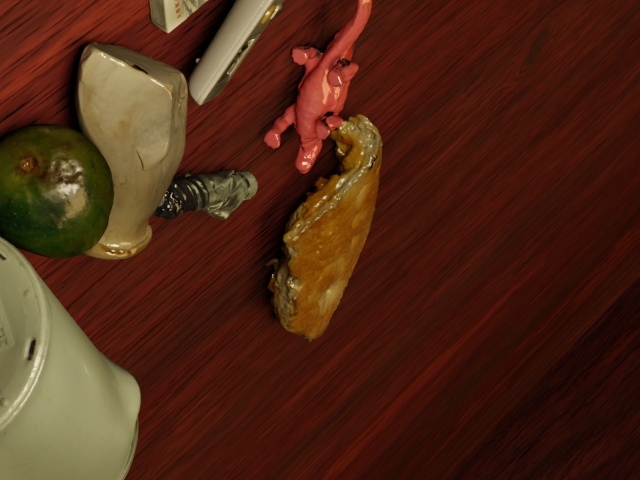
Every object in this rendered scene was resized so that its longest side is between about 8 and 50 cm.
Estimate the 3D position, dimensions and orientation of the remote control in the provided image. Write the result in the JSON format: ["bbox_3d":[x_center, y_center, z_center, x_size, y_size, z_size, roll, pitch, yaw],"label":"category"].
[{"bbox_3d":[-0.036,-0.270,1.625,0.313,0.055,0.109,-55,-179,12],"label":"remote control"}]

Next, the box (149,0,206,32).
[{"bbox_3d":[-0.117,-0.231,1.551,0.083,0.024,0.054,-43,158,-25],"label":"box"}]

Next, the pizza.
[{"bbox_3d":[0.000,0.000,2.096,0.182,0.074,0.365,-40,156,-37],"label":"pizza"}]

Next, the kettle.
[{"bbox_3d":[-0.309,0.152,1.502,0.265,0.205,0.318,-53,162,-10],"label":"kettle"}]

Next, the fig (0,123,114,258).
[{"bbox_3d":[-0.228,-0.025,1.504,0.117,0.117,0.177,-47,151,-17],"label":"fig"}]

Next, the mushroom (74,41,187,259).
[{"bbox_3d":[-0.173,-0.084,1.565,0.108,0.096,0.247,-42,158,-38],"label":"mushroom"}]

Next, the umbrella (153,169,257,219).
[{"bbox_3d":[-0.124,-0.047,1.802,0.188,0.046,0.050,-15,130,-65],"label":"umbrella"}]

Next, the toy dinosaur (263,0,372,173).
[{"bbox_3d":[0.023,-0.199,1.868,0.139,0.070,0.286,-42,156,-54],"label":"toy dinosaur"}]
